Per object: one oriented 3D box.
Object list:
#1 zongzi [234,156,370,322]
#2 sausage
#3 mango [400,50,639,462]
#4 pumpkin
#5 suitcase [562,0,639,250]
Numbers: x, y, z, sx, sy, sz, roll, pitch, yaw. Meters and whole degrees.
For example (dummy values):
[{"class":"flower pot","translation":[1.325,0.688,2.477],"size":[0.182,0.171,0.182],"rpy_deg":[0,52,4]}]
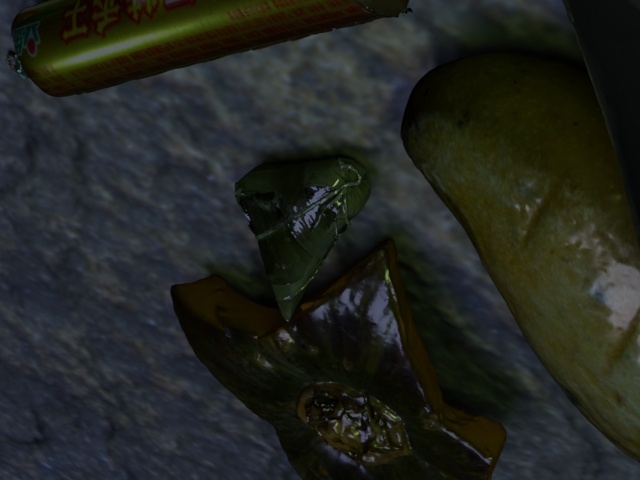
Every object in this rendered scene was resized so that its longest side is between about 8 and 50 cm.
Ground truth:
[{"class":"zongzi","translation":[0.000,0.000,1.187],"size":[0.109,0.055,0.119],"rpy_deg":[-6,105,42]},{"class":"sausage","translation":[-0.095,-0.149,1.072],"size":[0.372,0.082,0.082],"rpy_deg":[-7,132,45]},{"class":"mango","translation":[0.192,0.013,0.996],"size":[0.176,0.175,0.329],"rpy_deg":[-32,95,21]},{"class":"pumpkin","translation":[0.031,0.130,1.333],"size":[0.258,0.095,0.290],"rpy_deg":[-5,131,48]},{"class":"suitcase","translation":[0.325,-0.072,0.731],"size":[0.434,0.194,0.283],"rpy_deg":[8,142,33]}]
